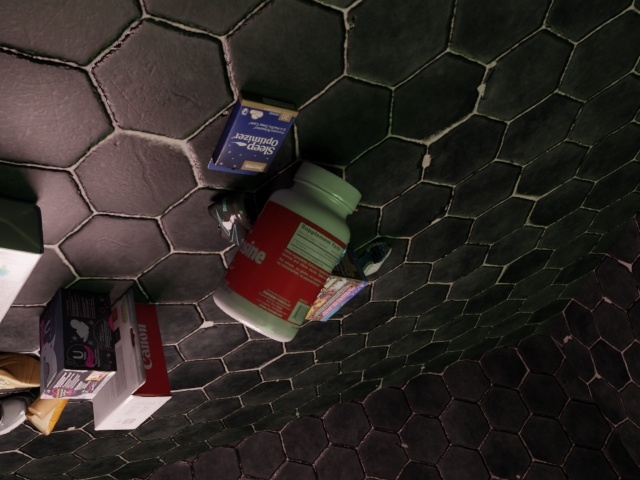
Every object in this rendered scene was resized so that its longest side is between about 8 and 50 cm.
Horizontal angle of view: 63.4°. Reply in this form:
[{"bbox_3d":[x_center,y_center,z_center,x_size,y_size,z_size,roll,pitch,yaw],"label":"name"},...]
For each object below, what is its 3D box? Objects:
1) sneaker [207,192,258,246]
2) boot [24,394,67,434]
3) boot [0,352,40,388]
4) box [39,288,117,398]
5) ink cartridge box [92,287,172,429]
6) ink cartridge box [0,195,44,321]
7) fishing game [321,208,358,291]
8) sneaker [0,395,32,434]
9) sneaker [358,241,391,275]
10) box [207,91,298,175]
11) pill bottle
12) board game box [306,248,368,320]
[{"bbox_3d":[-0.210,-0.031,1.392,0.106,0.101,0.267,-11,142,9],"label":"sneaker"},{"bbox_3d":[-0.837,0.503,1.681,0.211,0.104,0.295,-50,180,-41],"label":"boot"},{"bbox_3d":[-0.981,0.424,1.544,0.203,0.095,0.262,-40,141,23],"label":"boot"},{"bbox_3d":[-0.660,0.280,1.396,0.142,0.247,0.163,18,129,-42],"label":"box"},{"bbox_3d":[-0.540,0.338,1.491,0.272,0.309,0.130,-42,142,26],"label":"ink cartridge box"},{"bbox_3d":[-0.808,0.069,1.108,0.270,0.151,0.395,16,129,-42],"label":"ink cartridge box"},{"bbox_3d":[0.000,0.000,1.443,0.189,0.041,0.264,26,89,-26],"label":"fishing game"},{"bbox_3d":[-1.102,0.562,1.649,0.295,0.124,0.178,-20,156,-2],"label":"sneaker"},{"bbox_3d":[0.187,0.064,1.767,0.083,0.071,0.191,-1,149,-39],"label":"sneaker"},{"bbox_3d":[-0.158,-0.227,1.185,0.136,0.036,0.225,3,139,-34],"label":"box"},{"bbox_3d":[-0.071,0.023,1.284,0.229,0.229,0.407,35,84,-52],"label":"pill bottle"},{"bbox_3d":[-0.040,0.128,1.644,0.291,0.141,0.232,14,132,-42],"label":"board game box"}]
